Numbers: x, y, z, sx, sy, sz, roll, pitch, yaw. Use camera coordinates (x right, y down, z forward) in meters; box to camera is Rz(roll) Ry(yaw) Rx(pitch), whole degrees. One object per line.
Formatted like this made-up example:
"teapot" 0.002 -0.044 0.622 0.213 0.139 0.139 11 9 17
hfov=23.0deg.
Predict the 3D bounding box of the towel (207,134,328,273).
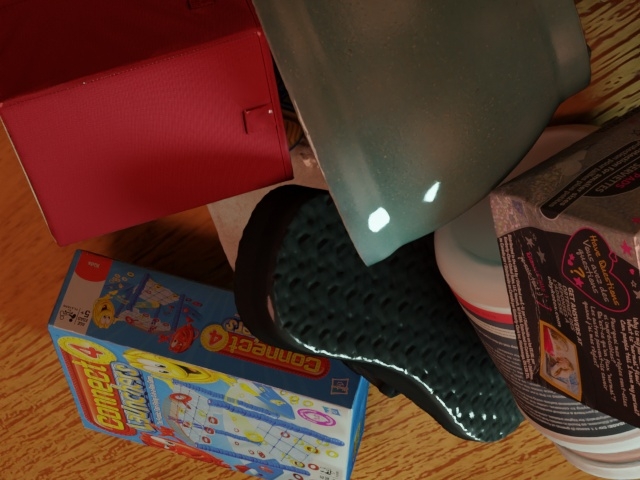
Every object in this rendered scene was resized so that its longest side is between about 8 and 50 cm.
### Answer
"towel" 0.000 0.000 1.470 0.187 0.049 0.282 3 140 18

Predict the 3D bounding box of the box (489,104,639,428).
"box" 0.263 -0.004 1.102 0.142 0.247 0.163 20 132 49

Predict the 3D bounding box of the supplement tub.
"supplement tub" 0.226 0.055 1.319 0.191 0.191 0.272 -6 135 29

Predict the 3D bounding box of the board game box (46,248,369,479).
"board game box" -0.105 0.146 1.609 0.302 0.086 0.308 15 155 6

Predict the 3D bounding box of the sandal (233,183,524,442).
"sandal" 0.061 0.056 1.365 0.107 0.167 0.446 9 166 39

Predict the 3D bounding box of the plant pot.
"plant pot" 0.069 -0.152 1.095 0.196 0.293 0.293 -21 133 4

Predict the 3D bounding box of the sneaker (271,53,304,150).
"sneaker" -0.152 -0.125 1.360 0.296 0.112 0.131 15 160 8

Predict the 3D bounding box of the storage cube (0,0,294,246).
"storage cube" -0.143 -0.136 1.180 0.193 0.183 0.215 -16 148 -5
